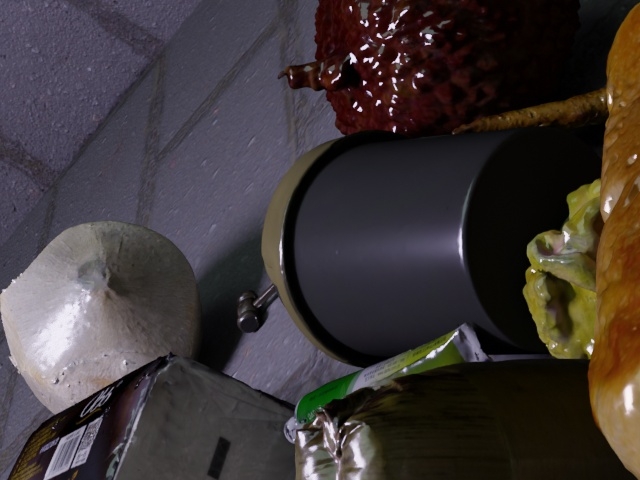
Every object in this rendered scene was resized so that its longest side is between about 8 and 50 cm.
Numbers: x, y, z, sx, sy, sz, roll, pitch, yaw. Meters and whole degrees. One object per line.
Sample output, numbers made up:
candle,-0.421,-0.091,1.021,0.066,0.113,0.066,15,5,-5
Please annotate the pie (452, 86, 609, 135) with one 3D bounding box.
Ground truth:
pie,0.213,-0.107,1.199,0.191,0.033,0.088,-15,-5,6

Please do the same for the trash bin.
trash bin,0.083,0.007,1.154,0.334,0.214,0.214,-1,57,54

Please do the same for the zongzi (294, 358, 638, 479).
zongzi,0.073,0.158,0.904,0.300,0.274,0.145,-20,70,61

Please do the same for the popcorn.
popcorn,0.212,0.026,0.965,0.145,0.126,0.126,-53,-12,-1

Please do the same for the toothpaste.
toothpaste,0.053,0.129,1.085,0.248,0.078,0.047,-27,9,46

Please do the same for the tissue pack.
tissue pack,-0.181,0.257,1.324,0.370,0.198,0.210,-31,30,56

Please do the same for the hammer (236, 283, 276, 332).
hammer,0.000,0.000,1.577,0.292,0.029,0.058,-45,27,22

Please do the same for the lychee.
lychee,0.107,-0.192,1.300,0.300,0.264,0.264,-19,21,-8

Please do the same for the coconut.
coconut,-0.267,0.101,1.649,0.247,0.245,0.245,84,-153,-63

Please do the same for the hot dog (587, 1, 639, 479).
hot dog,0.291,-0.028,0.794,0.223,0.185,0.405,-38,28,41
